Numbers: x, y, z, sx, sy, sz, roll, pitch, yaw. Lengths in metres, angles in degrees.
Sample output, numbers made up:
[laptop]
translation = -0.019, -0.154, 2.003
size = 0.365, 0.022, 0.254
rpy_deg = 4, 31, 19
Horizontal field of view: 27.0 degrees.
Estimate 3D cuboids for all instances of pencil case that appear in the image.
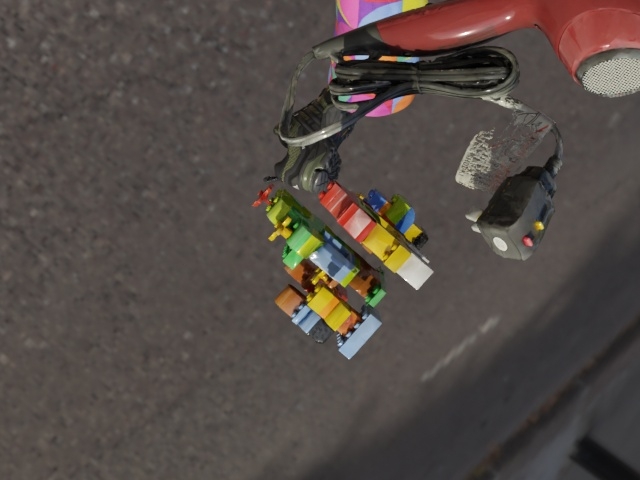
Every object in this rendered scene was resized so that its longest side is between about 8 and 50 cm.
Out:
[pencil case]
translation = 0.059, -0.231, 1.305
size = 0.104, 0.104, 0.236
rpy_deg = -39, 153, -31

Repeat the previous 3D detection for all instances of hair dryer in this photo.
[hair dryer]
translation = 0.117, -0.152, 0.866
size = 0.293, 0.223, 0.080
rpy_deg = -53, 155, -9

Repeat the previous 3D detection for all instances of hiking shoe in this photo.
[hiking shoe]
translation = -0.012, -0.178, 1.990
size = 0.086, 0.114, 0.227
rpy_deg = 70, 35, -59

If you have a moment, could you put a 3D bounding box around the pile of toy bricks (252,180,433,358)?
[pile of toy bricks]
translation = 0.000, 0.000, 0.907
size = 0.118, 0.105, 0.212
rpy_deg = -48, -173, 8
